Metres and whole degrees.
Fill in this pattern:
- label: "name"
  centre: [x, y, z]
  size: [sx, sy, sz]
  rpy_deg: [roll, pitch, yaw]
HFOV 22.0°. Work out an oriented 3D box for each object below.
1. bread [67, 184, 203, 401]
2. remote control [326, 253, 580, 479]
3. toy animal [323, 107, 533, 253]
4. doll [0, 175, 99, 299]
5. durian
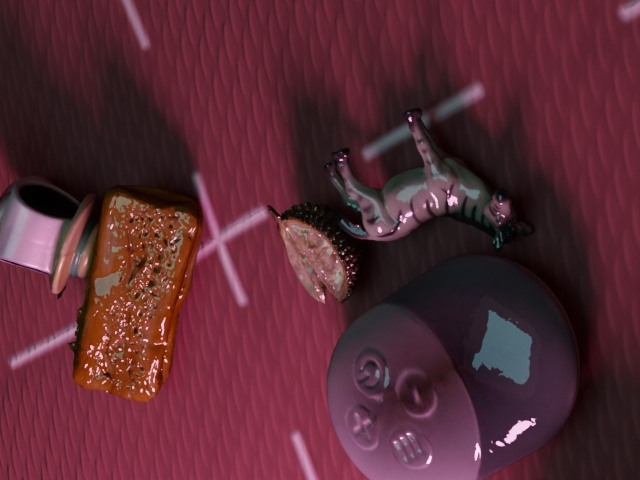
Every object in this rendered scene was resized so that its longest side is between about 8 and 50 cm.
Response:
- label: "bread"
  centre: [-0.232, 0.063, 2.030]
  size: [0.139, 0.077, 0.271]
  rpy_deg: [14, 111, 3]
- label: "remote control"
  centre: [0.136, 0.149, 1.760]
  size: [0.332, 0.103, 0.221]
  rpy_deg: [-36, 78, 35]
- label: "toy animal"
  centre: [0.108, -0.046, 1.760]
  size: [0.217, 0.073, 0.176]
  rpy_deg: [-26, 90, 33]
- label: "doll"
  centre: [-0.408, -0.021, 2.055]
  size: [0.208, 0.271, 0.144]
  rpy_deg: [31, 107, 45]
- label: "durian"
  centre: [-0.001, 0.000, 1.857]
  size: [0.140, 0.071, 0.110]
  rpy_deg: [49, 142, -8]
